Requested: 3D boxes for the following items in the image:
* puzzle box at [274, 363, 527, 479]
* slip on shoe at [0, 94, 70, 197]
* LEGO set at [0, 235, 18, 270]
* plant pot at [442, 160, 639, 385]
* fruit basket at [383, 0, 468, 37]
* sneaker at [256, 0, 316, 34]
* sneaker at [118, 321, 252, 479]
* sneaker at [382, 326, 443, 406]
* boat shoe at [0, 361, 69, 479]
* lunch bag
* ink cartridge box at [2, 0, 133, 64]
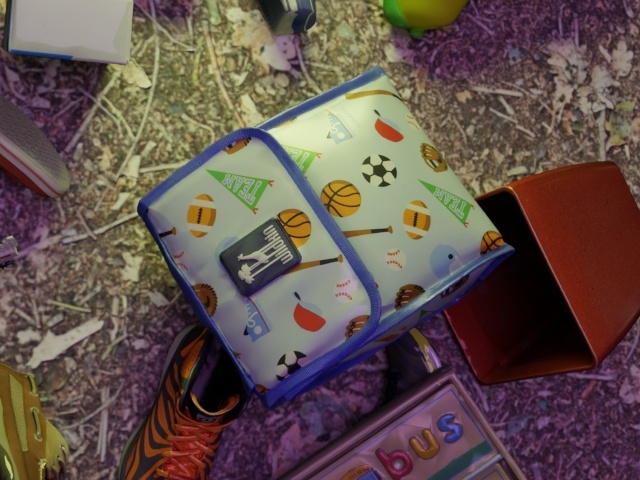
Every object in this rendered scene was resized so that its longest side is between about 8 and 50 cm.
[{"bbox_3d":[0.083,0.390,1.574,0.409,0.052,0.272,-35,94,0],"label":"puzzle box"},{"bbox_3d":[-0.474,-0.152,1.505,0.331,0.123,0.101,33,107,-16],"label":"slip on shoe"},{"bbox_3d":[-0.495,0.048,1.457,0.182,0.060,0.244,21,73,11],"label":"LEGO set"},{"bbox_3d":[0.327,0.027,1.661,0.235,0.267,0.267,-27,92,-31],"label":"plant pot"},{"bbox_3d":[0.199,-0.498,1.686,0.392,0.392,0.283,-6,56,-18],"label":"fruit basket"},{"bbox_3d":[-0.020,-0.469,1.663,0.182,0.127,0.316,-12,86,-16],"label":"sneaker"},{"bbox_3d":[-0.176,0.252,1.503,0.124,0.180,0.321,15,79,-15],"label":"sneaker"},{"bbox_3d":[0.121,0.255,1.638,0.121,0.111,0.300,-12,85,-14],"label":"sneaker"},{"bbox_3d":[-0.363,0.261,1.403,0.120,0.324,0.123,7,125,-34],"label":"boat shoe"},{"bbox_3d":[0.000,0.000,1.512,0.385,0.239,0.328,-28,76,-25],"label":"lunch bag"},{"bbox_3d":[-0.330,-0.277,1.496,0.148,0.203,0.086,3,100,-18],"label":"ink cartridge box"}]
